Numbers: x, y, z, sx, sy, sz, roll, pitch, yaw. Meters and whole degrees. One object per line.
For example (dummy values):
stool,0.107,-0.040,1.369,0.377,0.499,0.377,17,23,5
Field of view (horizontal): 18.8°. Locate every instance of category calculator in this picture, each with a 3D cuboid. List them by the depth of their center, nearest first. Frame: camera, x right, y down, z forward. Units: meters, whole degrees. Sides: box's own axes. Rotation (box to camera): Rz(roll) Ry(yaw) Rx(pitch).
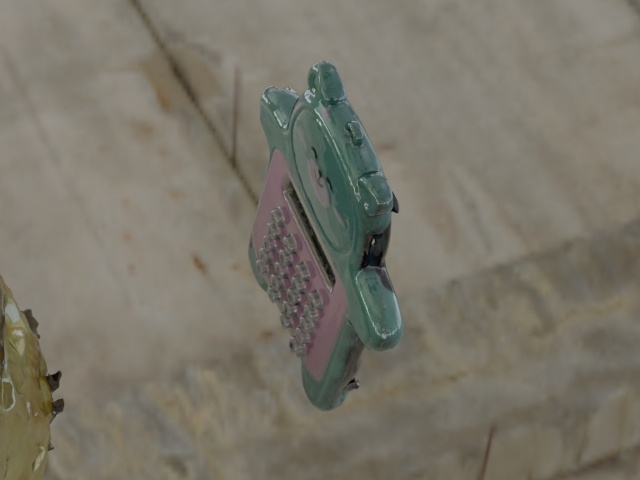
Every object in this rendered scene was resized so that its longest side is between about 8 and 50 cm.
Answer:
calculator,0.000,0.000,0.608,0.019,0.141,0.094,-17,-114,-18

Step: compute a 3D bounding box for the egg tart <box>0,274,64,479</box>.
egg tart,-0.165,0.063,0.689,0.090,0.212,0.212,11,-146,-48
